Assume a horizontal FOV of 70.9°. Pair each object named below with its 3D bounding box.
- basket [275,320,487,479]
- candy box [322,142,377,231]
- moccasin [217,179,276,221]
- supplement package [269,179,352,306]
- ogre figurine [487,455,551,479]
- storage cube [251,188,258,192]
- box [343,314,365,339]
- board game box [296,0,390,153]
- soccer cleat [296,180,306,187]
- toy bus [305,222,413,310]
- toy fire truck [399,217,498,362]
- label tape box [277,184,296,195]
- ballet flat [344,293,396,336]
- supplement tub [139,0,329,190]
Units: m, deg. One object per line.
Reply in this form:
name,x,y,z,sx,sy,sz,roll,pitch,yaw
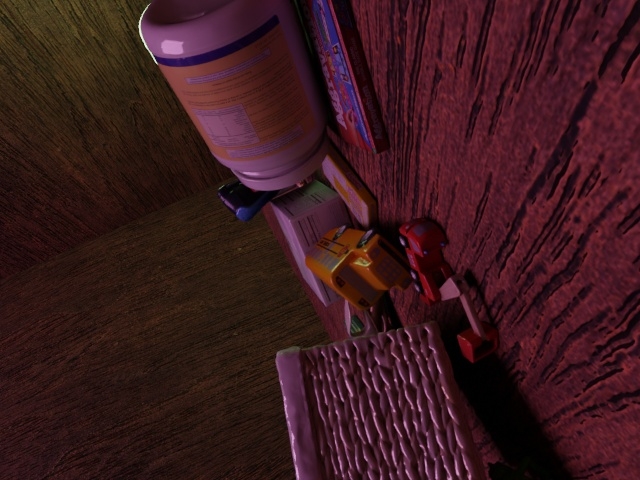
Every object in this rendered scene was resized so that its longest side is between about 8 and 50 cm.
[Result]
basket,0.111,0.327,0.775,0.328,0.267,0.330,56,-162,-68
candy box,0.056,-0.114,0.940,0.205,0.027,0.105,57,168,32
moccasin,-0.159,-0.180,1.230,0.117,0.137,0.342,36,-149,-1
supplement package,0.000,0.000,1.194,0.261,0.145,0.204,69,169,-25
ogre figurine,0.323,0.394,0.671,0.118,0.097,0.197,46,-174,0
storage cube,-0.147,-0.267,1.096,0.193,0.215,0.183,49,163,38
box,0.170,0.413,1.651,0.183,0.059,0.232,49,162,58
board game box,0.025,-0.275,0.678,0.281,0.027,0.145,68,171,-26
soccer cleat,-0.053,-0.167,1.403,0.083,0.029,0.035,48,158,45
toy bus,0.067,0.048,0.912,0.108,0.130,0.333,44,175,-12
toy fire truck,0.185,0.067,0.658,0.191,0.047,0.135,69,169,-22
label tape box,-0.213,-0.348,1.557,0.240,0.106,0.333,51,164,53
ballet flat,0.134,0.225,1.134,0.342,0.124,0.116,67,171,-18
supplement tub,-0.124,-0.273,0.791,0.241,0.241,0.331,56,173,41
